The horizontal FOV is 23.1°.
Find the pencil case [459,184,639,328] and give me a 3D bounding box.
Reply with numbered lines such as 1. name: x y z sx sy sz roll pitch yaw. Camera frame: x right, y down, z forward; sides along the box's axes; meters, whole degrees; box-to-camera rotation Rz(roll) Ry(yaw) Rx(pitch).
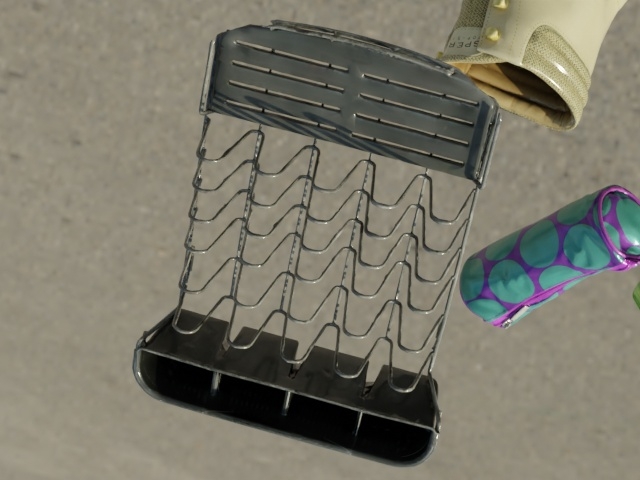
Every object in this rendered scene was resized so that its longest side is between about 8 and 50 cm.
1. pencil case: 0.180 0.015 1.196 0.064 0.070 0.151 14 147 -38

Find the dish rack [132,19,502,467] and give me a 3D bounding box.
1. dish rack: 0.000 0.000 0.998 0.208 0.074 0.271 14 121 5

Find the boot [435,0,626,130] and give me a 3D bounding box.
1. boot: 0.125 -0.223 1.169 0.262 0.203 0.095 34 159 -21

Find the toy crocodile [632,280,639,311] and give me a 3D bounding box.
1. toy crocodile: 0.212 -0.073 0.555 0.105 0.115 0.340 9 132 -28
